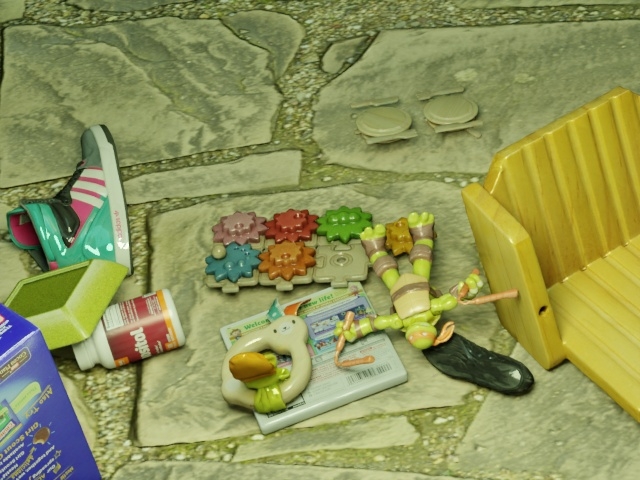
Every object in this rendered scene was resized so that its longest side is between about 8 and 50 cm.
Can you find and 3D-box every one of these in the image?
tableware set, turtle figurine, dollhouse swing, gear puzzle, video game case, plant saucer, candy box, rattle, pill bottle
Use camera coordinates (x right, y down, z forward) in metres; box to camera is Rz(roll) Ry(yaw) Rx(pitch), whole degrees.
[{"bbox_3d":[0.152,-0.183,2.403,0.194,0.039,0.128,-10,35,-6],"label":"tableware set"},{"bbox_3d":[0.137,0.067,2.100,0.270,0.087,0.217,-24,49,18],"label":"turtle figurine"},{"bbox_3d":[0.434,0.011,2.013,0.347,0.315,0.305,-28,28,-16],"label":"dollhouse swing"},{"bbox_3d":[0.000,0.000,2.236,0.339,0.044,0.175,-3,37,8],"label":"gear puzzle"},{"bbox_3d":[-0.012,0.157,2.125,0.212,0.023,0.193,-20,47,-8],"label":"video game case"},{"bbox_3d":[-0.385,0.092,2.167,0.188,0.045,0.188,-16,26,22],"label":"plant saucer"},{"bbox_3d":[-0.439,0.264,1.902,0.122,0.317,0.268,30,58,34],"label":"candy box"},{"bbox_3d":[-0.073,0.120,2.066,0.130,0.142,0.199,1,51,37],"label":"rattle"},{"bbox_3d":[-0.272,0.129,2.156,0.152,0.086,0.086,-18,47,-6],"label":"pill bottle"}]

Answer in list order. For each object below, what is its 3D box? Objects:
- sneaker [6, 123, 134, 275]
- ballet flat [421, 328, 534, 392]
[{"bbox_3d":[-0.388,-0.054,2.330,0.179,0.123,0.295,-8,47,-10],"label":"sneaker"},{"bbox_3d":[0.208,0.167,2.072,0.173,0.049,0.057,23,90,32],"label":"ballet flat"}]
